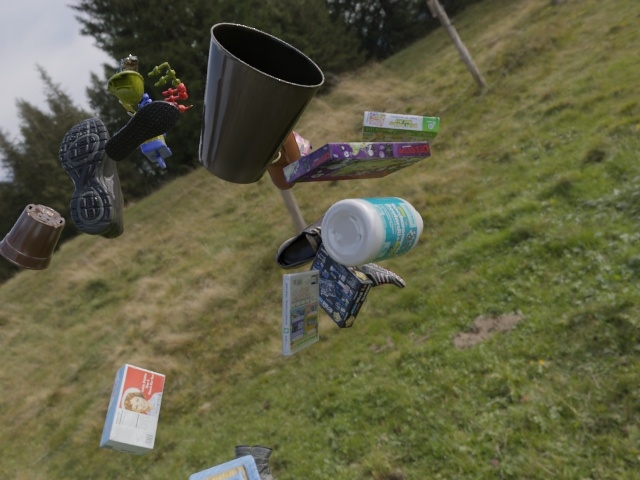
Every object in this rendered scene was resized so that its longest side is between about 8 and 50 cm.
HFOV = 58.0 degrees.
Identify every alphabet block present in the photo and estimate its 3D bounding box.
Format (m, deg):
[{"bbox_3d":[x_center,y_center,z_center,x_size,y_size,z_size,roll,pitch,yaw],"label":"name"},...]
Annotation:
[{"bbox_3d":[-0.239,0.748,1.582,0.193,0.197,0.193,-15,31,-13],"label":"alphabet block"}]

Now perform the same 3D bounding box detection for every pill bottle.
[{"bbox_3d":[0.132,-0.026,1.318,0.146,0.146,0.264,-19,-6,38],"label":"pill bottle"}]

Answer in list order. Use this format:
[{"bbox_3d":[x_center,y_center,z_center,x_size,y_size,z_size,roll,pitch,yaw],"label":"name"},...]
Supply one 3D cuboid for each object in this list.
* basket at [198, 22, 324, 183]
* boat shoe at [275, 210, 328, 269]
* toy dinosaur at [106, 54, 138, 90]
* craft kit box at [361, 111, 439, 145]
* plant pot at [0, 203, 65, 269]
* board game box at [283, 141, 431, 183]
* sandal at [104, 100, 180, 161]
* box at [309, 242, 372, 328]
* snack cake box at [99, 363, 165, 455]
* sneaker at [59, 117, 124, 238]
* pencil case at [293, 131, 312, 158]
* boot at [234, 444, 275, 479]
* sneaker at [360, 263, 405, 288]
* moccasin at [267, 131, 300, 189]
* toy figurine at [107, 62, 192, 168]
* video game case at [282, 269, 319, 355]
[{"bbox_3d":[-0.126,-0.226,1.011,0.154,0.204,0.226,-50,-10,-53],"label":"basket"},{"bbox_3d":[0.000,0.000,1.931,0.355,0.132,0.130,-36,4,17],"label":"boat shoe"},{"bbox_3d":[-0.592,-0.496,1.747,0.268,0.064,0.118,27,96,61],"label":"toy dinosaur"},{"bbox_3d":[0.267,-0.376,1.986,0.247,0.060,0.250,3,-3,3],"label":"craft kit box"},{"bbox_3d":[-0.926,-0.018,1.876,0.165,0.167,0.167,-56,8,15],"label":"plant pot"},{"bbox_3d":[0.101,-0.207,1.533,0.347,0.056,0.208,-8,-3,-36],"label":"board game box"},{"bbox_3d":[-0.365,-0.229,1.181,0.179,0.067,0.040,-31,22,13],"label":"sandal"},{"bbox_3d":[0.048,0.137,1.796,0.051,0.175,0.220,0,32,-42],"label":"box"},{"bbox_3d":[-0.628,0.569,1.944,0.089,0.152,0.264,-40,37,38],"label":"snack cake box"},{"bbox_3d":[-0.495,-0.132,1.280,0.109,0.286,0.130,-10,-17,3],"label":"sneaker"},{"bbox_3d":[-0.213,-0.434,2.299,0.167,0.386,0.160,-25,42,39],"label":"pencil case"},{"bbox_3d":[-0.181,0.761,1.907,0.247,0.083,0.161,7,62,8],"label":"boot"},{"bbox_3d":[0.205,0.132,1.958,0.074,0.171,0.063,-64,7,-3],"label":"sneaker"},{"bbox_3d":[-0.152,-0.308,1.744,0.139,0.379,0.147,19,50,26],"label":"moccasin"},{"bbox_3d":[-0.453,-0.317,1.628,0.191,0.217,0.362,-13,-5,-6],"label":"toy figurine"},{"bbox_3d":[-0.047,0.175,1.455,0.023,0.193,0.212,1,1,19],"label":"video game case"}]
